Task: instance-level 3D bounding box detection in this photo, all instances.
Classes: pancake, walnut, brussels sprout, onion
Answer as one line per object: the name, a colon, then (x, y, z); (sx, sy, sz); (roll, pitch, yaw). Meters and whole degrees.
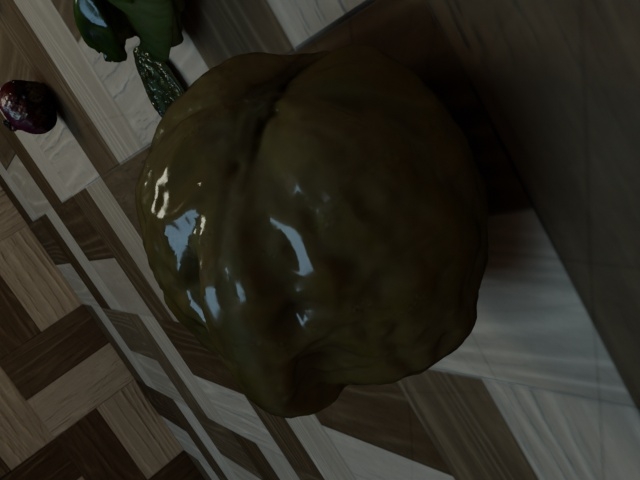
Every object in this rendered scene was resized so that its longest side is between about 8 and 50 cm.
pancake: (-0.181, -0.172, 0.831); (0.108, 0.017, 0.108); (45, 156, 26)
walnut: (0.000, 0.000, 0.495); (0.224, 0.257, 0.257); (1, 131, 21)
brussels sprout: (-0.185, -0.242, 0.664); (0.181, 0.100, 0.139); (91, 157, -69)
onion: (-0.508, -0.228, 1.258); (0.107, 0.097, 0.107); (50, -179, -2)
